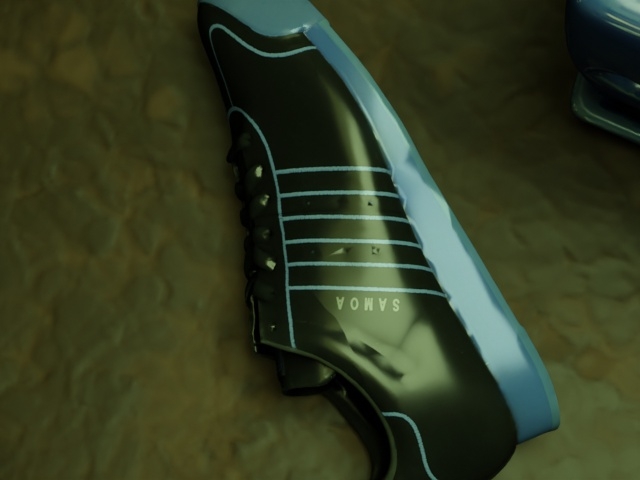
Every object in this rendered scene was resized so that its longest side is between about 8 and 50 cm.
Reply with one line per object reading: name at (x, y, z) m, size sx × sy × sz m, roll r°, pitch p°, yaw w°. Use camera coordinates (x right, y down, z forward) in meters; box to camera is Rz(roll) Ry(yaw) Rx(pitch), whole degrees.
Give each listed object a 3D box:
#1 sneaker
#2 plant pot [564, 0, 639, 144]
sneaker at (0.000, 0.000, 0.680) m, size 0.090 × 0.081 × 0.232 m, roll -30°, pitch 81°, yaw -12°
plant pot at (0.226, -0.119, 0.633) m, size 0.236 × 0.212 × 0.236 m, roll 21°, pitch 81°, yaw 5°
